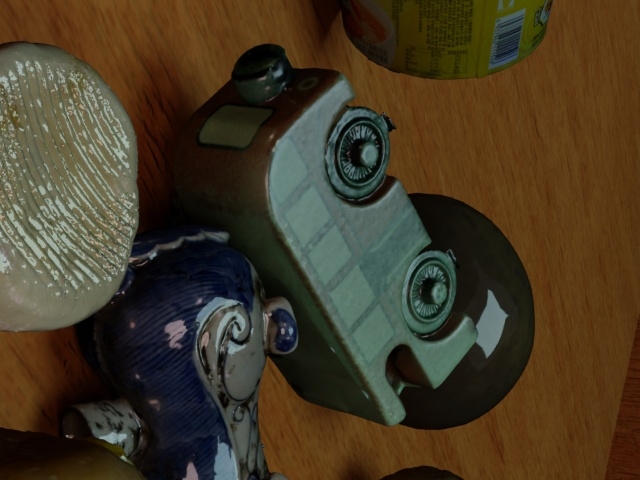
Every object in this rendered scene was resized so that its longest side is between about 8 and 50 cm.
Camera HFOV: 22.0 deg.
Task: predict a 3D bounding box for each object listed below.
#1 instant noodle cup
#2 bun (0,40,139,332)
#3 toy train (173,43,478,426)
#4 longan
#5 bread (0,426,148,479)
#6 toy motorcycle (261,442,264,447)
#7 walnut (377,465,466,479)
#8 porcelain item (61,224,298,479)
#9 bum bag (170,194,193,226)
[{"bbox_3d":[0.122,-0.291,1.558,0.200,0.264,0.264,87,21,-44],"label":"instant noodle cup"},{"bbox_3d":[-0.189,-0.031,0.978,0.183,0.102,0.183,3,87,-60],"label":"bun"},{"bbox_3d":[0.000,0.000,1.296,0.159,0.129,0.326,-49,129,-28],"label":"toy train"},{"bbox_3d":[0.112,0.079,1.686,0.246,0.215,0.246,-166,-90,-82],"label":"longan"},{"bbox_3d":[-0.186,0.227,0.931,0.176,0.196,0.246,0,98,-63],"label":"bread"},{"bbox_3d":[-0.093,0.173,1.367,0.173,0.058,0.100,-55,153,-50],"label":"toy motorcycle"},{"bbox_3d":[0.122,0.355,1.792,0.228,0.228,0.228,6,90,-70],"label":"walnut"},{"bbox_3d":[-0.119,0.135,1.189,0.186,0.138,0.288,-12,106,-36],"label":"porcelain item"},{"bbox_3d":[-0.068,0.001,1.363,0.248,0.069,0.102,-25,135,-63],"label":"bum bag"}]
